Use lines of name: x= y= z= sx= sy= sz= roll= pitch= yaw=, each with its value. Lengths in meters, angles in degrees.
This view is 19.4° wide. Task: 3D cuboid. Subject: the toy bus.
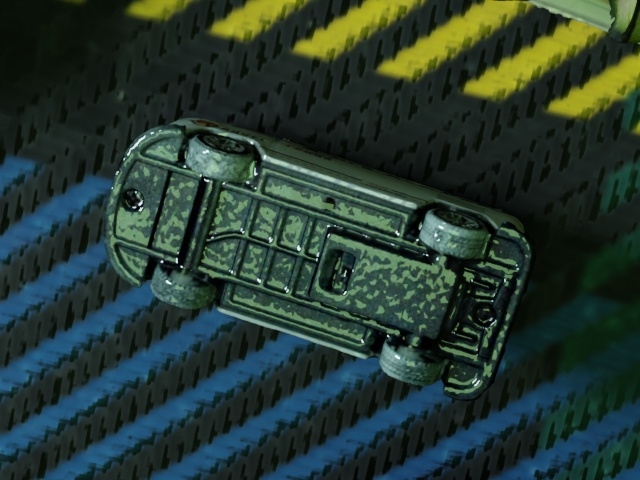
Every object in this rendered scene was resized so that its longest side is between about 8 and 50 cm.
toy bus: x=0.000 y=0.000 z=0.874 sx=0.194 sy=0.089 sz=0.087 roll=18 pitch=107 yaw=3

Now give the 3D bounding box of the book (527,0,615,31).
book: x=0.113 y=-0.190 z=0.848 sx=0.242 sy=0.018 sz=0.170 roll=22 pitch=106 yaw=1

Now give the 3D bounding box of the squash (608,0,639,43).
squash: x=0.223 y=-0.123 z=0.801 sx=0.188 sy=0.095 sz=0.095 roll=5 pitch=105 yaw=-1
